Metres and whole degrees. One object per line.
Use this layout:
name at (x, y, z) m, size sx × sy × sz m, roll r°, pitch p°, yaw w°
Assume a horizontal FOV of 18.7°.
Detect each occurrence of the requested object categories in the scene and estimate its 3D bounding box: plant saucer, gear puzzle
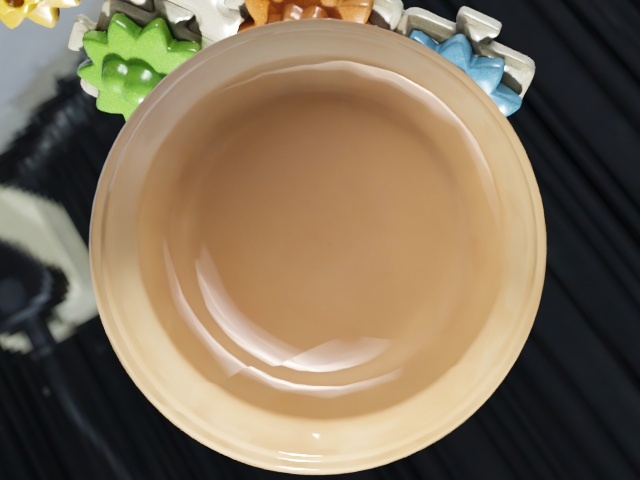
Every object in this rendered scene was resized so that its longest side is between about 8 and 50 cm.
plant saucer at (0.000, 0.000, 0.834) m, size 0.200 × 0.200 × 0.037 m, roll -29°, pitch 176°, yaw -7°
gear puzzle at (-0.059, -0.105, 1.084) m, size 0.339 × 0.044 × 0.175 m, roll 24°, pitch 136°, yaw -1°
